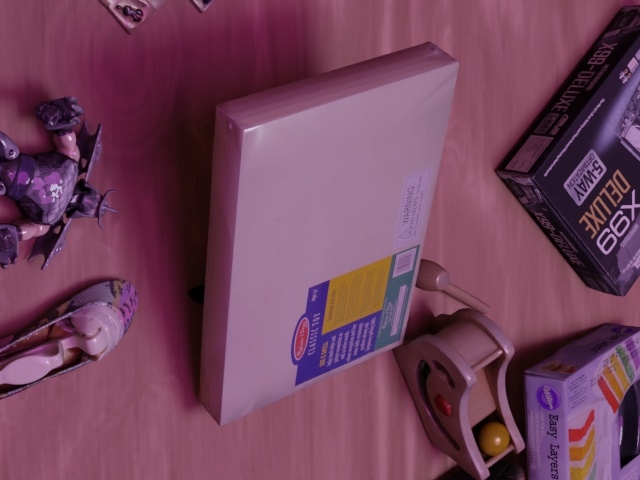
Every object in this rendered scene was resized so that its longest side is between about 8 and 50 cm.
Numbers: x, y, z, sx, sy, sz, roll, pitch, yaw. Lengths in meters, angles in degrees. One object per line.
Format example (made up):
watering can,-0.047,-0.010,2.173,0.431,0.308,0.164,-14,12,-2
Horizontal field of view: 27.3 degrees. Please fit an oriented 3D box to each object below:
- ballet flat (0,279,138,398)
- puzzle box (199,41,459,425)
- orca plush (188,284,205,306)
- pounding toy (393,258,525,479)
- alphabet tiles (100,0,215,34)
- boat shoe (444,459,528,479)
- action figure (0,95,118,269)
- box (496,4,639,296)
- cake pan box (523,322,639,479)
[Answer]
ballet flat,-0.274,0.112,1.375,0.221,0.079,0.077,-27,110,-25
puzzle box,0.000,0.000,1.424,0.272,0.052,0.409,-21,137,-31
orca plush,-0.042,-0.032,1.511,0.287,0.102,0.151,-39,161,-10
pounding toy,0.198,0.146,1.625,0.154,0.154,0.270,-32,113,-23
alphabet tiles,-0.161,-0.343,1.412,0.237,0.009,0.198,-49,119,-15
boat shoe,0.157,0.416,1.634,0.324,0.122,0.120,-48,123,-29
action figure,-0.320,-0.071,1.309,0.285,0.099,0.185,24,77,-36
box,0.403,-0.119,1.751,0.307,0.076,0.242,-50,119,-15
cake pan box,0.358,0.257,1.745,0.267,0.070,0.246,-17,109,-52
